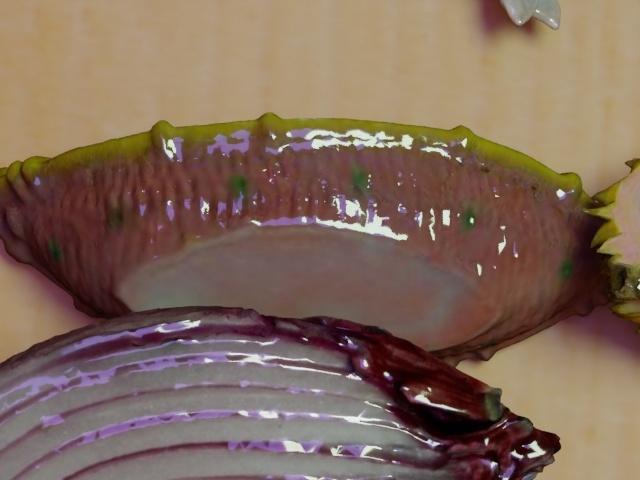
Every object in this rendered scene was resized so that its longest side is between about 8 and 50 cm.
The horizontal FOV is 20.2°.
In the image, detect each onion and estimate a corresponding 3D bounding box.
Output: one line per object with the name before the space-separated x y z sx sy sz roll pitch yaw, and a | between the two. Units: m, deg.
onion | -0.034 0.124 0.784 0.284 0.120 0.227 -20 104 3

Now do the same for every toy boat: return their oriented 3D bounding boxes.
toy boat | -0.002 0.003 0.832 0.318 0.099 0.141 4 122 0

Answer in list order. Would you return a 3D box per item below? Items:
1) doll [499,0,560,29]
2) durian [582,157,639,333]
doll | 0.091 -0.163 0.875 0.084 0.073 0.127 -1 82 37
durian | 0.228 0.020 0.798 0.182 0.132 0.165 -18 93 20
